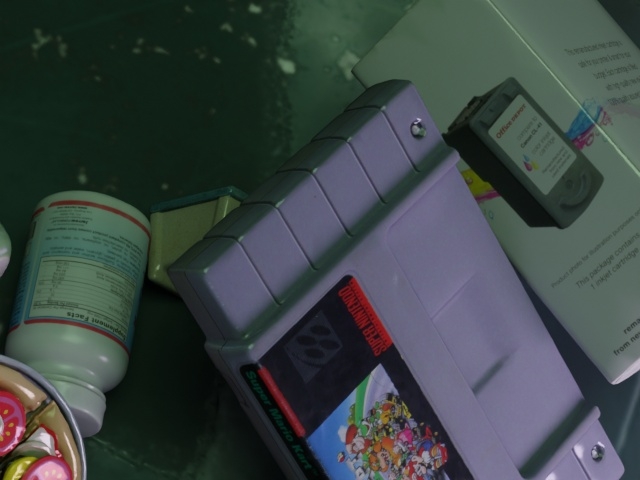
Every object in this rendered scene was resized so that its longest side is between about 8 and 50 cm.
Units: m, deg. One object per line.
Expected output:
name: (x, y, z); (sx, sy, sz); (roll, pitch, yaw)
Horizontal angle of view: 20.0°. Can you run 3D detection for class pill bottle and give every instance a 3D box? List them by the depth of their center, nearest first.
pill bottle: (-0.172, 0.052, 1.267); (0.087, 0.087, 0.160); (14, 62, -12)

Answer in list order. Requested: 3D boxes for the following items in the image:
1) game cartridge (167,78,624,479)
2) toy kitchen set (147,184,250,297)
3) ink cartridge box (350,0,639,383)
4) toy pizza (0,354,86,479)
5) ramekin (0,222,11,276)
game cartridge: (0.064, 0.098, 1.243); (0.230, 0.068, 0.355); (-46, 116, -34)
toy kitchen set: (0.000, 0.000, 1.364); (0.207, 0.166, 0.122); (32, 56, -44)
ink cartridge box: (0.199, -0.063, 1.369); (0.306, 0.131, 0.226); (50, 26, 12)
toy pizza: (-0.234, 0.169, 1.153); (0.201, 0.032, 0.201); (-10, 108, -34)
ramekin: (-0.334, 0.037, 1.106); (0.303, 0.303, 0.148); (-41, 90, -30)
